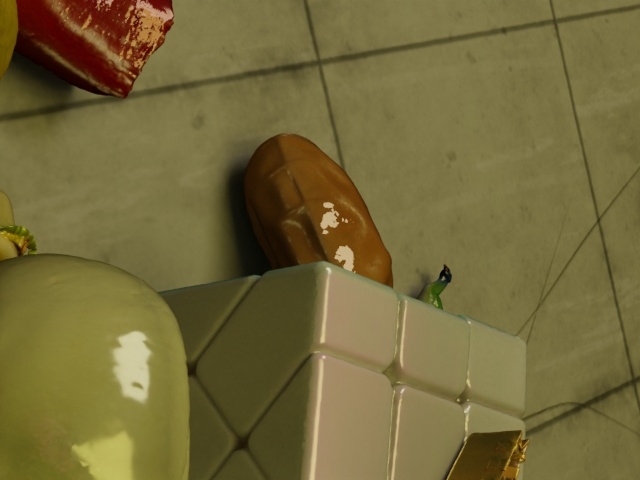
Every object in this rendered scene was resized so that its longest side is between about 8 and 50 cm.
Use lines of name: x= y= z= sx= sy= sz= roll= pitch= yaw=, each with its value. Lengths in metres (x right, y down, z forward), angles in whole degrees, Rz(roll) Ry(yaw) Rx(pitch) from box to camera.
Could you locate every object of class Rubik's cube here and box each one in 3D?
Rubik's cube: x=-0.021 y=0.224 z=1.648 sx=0.316 sy=0.322 sz=0.319 roll=21 pitch=66 yaw=-43

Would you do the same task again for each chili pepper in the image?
chili pepper: x=-0.289 y=-0.260 z=1.585 sx=0.338 sy=0.131 sz=0.134 roll=36 pitch=82 yaw=-43

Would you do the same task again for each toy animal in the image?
toy animal: x=0.104 y=0.122 z=2.021 sx=0.075 sy=0.041 sz=0.217 roll=35 pitch=62 yaw=-40

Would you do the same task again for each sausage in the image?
sausage: x=0.000 y=0.000 z=1.832 sx=0.136 sy=0.120 sz=0.241 roll=22 pitch=38 yaw=-61

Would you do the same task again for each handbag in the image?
handbag: x=0.145 y=0.203 z=1.550 sx=0.027 sy=0.061 sz=0.083 roll=52 pitch=49 yaw=-25

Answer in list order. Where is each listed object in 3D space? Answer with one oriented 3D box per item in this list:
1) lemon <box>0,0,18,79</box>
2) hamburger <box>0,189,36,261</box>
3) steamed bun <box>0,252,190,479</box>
lemon: x=-0.358 y=-0.182 z=1.401 sx=0.228 sy=0.253 sz=0.228 roll=-3 pitch=94 yaw=-39
hamburger: x=-0.315 y=0.000 z=1.507 sx=0.141 sy=0.126 sz=0.081 roll=19 pitch=60 yaw=-43
steamed bun: x=-0.251 y=0.165 z=1.428 sx=0.233 sy=0.334 sz=0.312 roll=10 pitch=58 yaw=-24
